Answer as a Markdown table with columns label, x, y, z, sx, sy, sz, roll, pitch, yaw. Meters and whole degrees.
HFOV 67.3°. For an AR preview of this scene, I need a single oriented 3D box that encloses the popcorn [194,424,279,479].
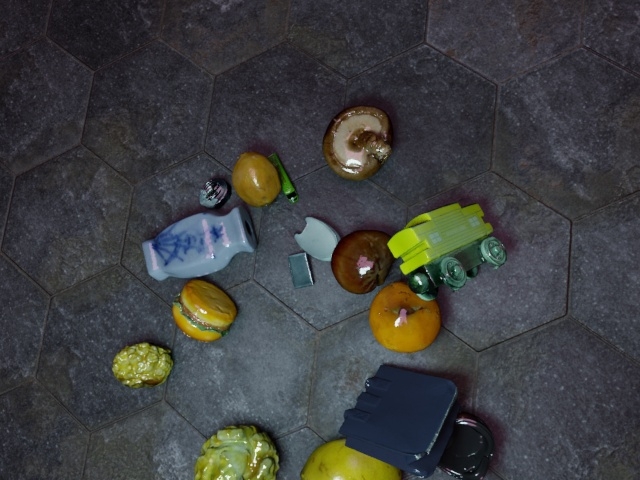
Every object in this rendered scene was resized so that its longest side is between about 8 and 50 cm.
| label | x | y | z | sx | sy | sz | roll | pitch | yaw |
| --- | --- | --- | --- | --- | --- | --- | --- | --- | --- |
| popcorn | -0.297 | 0.787 | 1.633 | 0.335 | 0.274 | 0.279 | -36 | 75 | 3 |

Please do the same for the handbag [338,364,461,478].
| label | x | y | z | sx | sy | sz | roll | pitch | yaw |
| --- | --- | --- | --- | --- | --- | --- | --- | --- | --- |
| handbag | 0.254 | 0.562 | 1.539 | 0.329 | 0.303 | 0.122 | 4 | 126 | 38 |

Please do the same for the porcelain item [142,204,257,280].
| label | x | y | z | sx | sy | sz | roll | pitch | yaw |
| --- | --- | --- | --- | --- | --- | --- | --- | --- | --- |
| porcelain item | -0.457 | 0.015 | 1.829 | 0.405 | 0.178 | 0.243 | -18 | 79 | 9 |

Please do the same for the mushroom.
| label | x | y | z | sx | sy | sz | roll | pitch | yaw |
| --- | --- | --- | --- | --- | --- | --- | --- | --- | --- |
| mushroom | 0.150 | -0.363 | 1.795 | 0.278 | 0.163 | 0.297 | 31 | 87 | 21 |

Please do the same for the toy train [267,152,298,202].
| label | x | y | z | sx | sy | sz | roll | pitch | yaw |
| --- | --- | --- | --- | --- | --- | --- | --- | --- | --- |
| toy train | -0.147 | -0.243 | 1.883 | 0.044 | 0.042 | 0.209 | -29 | 77 | 5 |

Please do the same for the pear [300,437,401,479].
| label | x | y | z | sx | sy | sz | roll | pitch | yaw |
| --- | --- | --- | --- | --- | --- | --- | --- | --- | --- |
| pear | 0.097 | 0.799 | 1.587 | 0.336 | 0.285 | 0.285 | 5 | 79 | -34 |

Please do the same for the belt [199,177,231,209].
| label | x | y | z | sx | sy | sz | roll | pitch | yaw |
| --- | --- | --- | --- | --- | --- | --- | --- | --- | --- |
| belt | -0.419 | -0.186 | 1.913 | 0.105 | 0.058 | 0.140 | 41 | 90 | 16 |

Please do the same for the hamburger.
| label | x | y | z | sx | sy | sz | roll | pitch | yaw |
| --- | --- | --- | --- | --- | --- | --- | --- | --- | --- |
| hamburger | -0.435 | 0.270 | 1.756 | 0.246 | 0.246 | 0.170 | 40 | 104 | 13 |

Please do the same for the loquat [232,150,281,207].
| label | x | y | z | sx | sy | sz | roll | pitch | yaw |
| --- | --- | --- | --- | --- | --- | --- | --- | --- | --- |
| loquat | -0.241 | -0.225 | 1.822 | 0.176 | 0.187 | 0.234 | -22 | 109 | 3 |

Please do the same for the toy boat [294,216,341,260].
| label | x | y | z | sx | sy | sz | roll | pitch | yaw |
| --- | --- | --- | --- | --- | --- | --- | --- | --- | --- |
| toy boat | 0.000 | 0.000 | 1.814 | 0.207 | 0.079 | 0.134 | 33 | 90 | 24 |

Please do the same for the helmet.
| label | x | y | z | sx | sy | sz | roll | pitch | yaw |
| --- | --- | --- | --- | --- | --- | --- | --- | --- | --- |
| helmet | 0.456 | 0.662 | 1.561 | 0.189 | 0.193 | 0.216 | 43 | 104 | 2 |

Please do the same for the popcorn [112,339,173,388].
| label | x | y | z | sx | sy | sz | roll | pitch | yaw |
| --- | --- | --- | --- | --- | --- | --- | --- | --- | --- |
| popcorn | -0.660 | 0.464 | 1.797 | 0.218 | 0.189 | 0.169 | -8 | 73 | 15 |

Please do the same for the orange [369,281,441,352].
| label | x | y | z | sx | sy | sz | roll | pitch | yaw |
| --- | --- | --- | --- | --- | --- | --- | --- | --- | --- |
| orange | 0.288 | 0.258 | 1.628 | 0.246 | 0.246 | 0.246 | -1 | 81 | 10 |

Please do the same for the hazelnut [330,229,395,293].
| label | x | y | z | sx | sy | sz | roll | pitch | yaw |
| --- | --- | --- | --- | --- | --- | --- | --- | --- | --- |
| hazelnut | 0.161 | 0.068 | 1.694 | 0.251 | 0.217 | 0.217 | -38 | 76 | -19 |

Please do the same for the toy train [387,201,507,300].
| label | x | y | z | sx | sy | sz | roll | pitch | yaw |
| --- | --- | --- | --- | --- | --- | --- | --- | --- | --- |
| toy train | 0.422 | 0.022 | 1.593 | 0.442 | 0.179 | 0.272 | -19 | 76 | -37 |

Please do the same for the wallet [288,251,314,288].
| label | x | y | z | sx | sy | sz | roll | pitch | yaw |
| --- | --- | --- | --- | --- | --- | --- | --- | --- | --- |
| wallet | -0.074 | 0.113 | 1.814 | 0.088 | 0.026 | 0.129 | -14 | 87 | 26 |
